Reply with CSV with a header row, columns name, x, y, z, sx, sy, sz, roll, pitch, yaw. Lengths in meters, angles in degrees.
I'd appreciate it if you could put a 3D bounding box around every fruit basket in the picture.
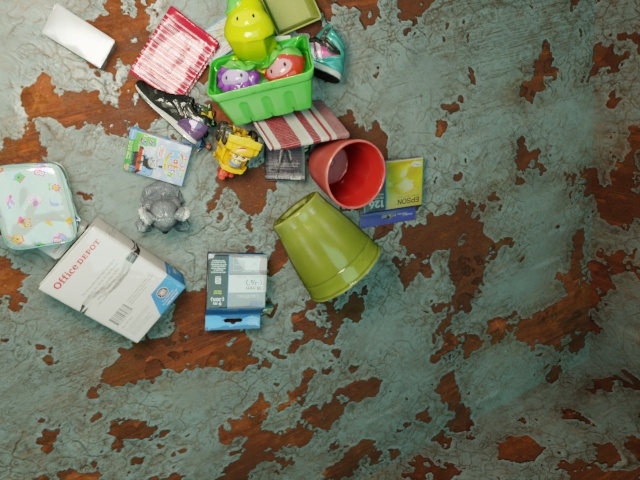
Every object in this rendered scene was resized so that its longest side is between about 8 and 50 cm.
name,x,y,z,sx,sy,sz,roll,pitch,yaw
fruit basket,-0.214,-0.623,1.424,0.392,0.283,0.392,-5,142,-4

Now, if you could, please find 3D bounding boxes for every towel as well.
name,x,y,z,sx,sy,sz,roll,pitch,yaw
towel,-0.510,-0.642,1.477,0.199,0.031,0.275,34,99,-23
towel,-0.083,-0.438,1.601,0.329,0.237,0.037,-17,146,-25

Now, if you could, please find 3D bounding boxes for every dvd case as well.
name,x,y,z,sx,sy,sz,roll,pitch,yaw
dvd case,-0.145,-0.352,1.700,0.164,0.018,0.221,2,108,4

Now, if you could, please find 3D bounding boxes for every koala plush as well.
name,x,y,z,sx,sy,sz,roll,pitch,yaw
koala plush,-0.574,-0.106,1.531,0.196,0.221,0.203,-2,107,-20

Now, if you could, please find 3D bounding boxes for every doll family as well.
name,x,y,z,sx,sy,sz,roll,pitch,yaw
doll family,-0.444,-0.420,1.571,0.111,0.076,0.193,17,105,-29

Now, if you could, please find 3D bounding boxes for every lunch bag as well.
name,x,y,z,sx,sy,sz,roll,pitch,yaw
lunch bag,-0.912,-0.112,1.360,0.224,0.108,0.279,-12,110,-26

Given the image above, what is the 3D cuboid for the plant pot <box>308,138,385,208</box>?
name,x,y,z,sx,sy,sz,roll,pitch,yaw
plant pot,0.087,-0.290,1.703,0.275,0.243,0.275,-11,116,-24

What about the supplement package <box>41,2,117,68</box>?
name,x,y,z,sx,sy,sz,roll,pitch,yaw
supplement package,-0.769,-0.648,1.353,0.179,0.105,0.105,29,95,-27

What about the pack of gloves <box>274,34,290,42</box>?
name,x,y,z,sx,sy,sz,roll,pitch,yaw
pack of gloves,-0.197,-0.640,1.580,0.195,0.046,0.232,-5,125,0

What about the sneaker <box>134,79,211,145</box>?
name,x,y,z,sx,sy,sz,roll,pitch,yaw
sneaker,-0.508,-0.476,1.479,0.283,0.107,0.124,43,95,-9

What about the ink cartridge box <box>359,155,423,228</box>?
name,x,y,z,sx,sy,sz,roll,pitch,yaw
ink cartridge box,0.323,-0.216,1.930,0.303,0.072,0.307,-10,108,-18

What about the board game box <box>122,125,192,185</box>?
name,x,y,z,sx,sy,sz,roll,pitch,yaw
board game box,-0.593,-0.304,1.533,0.211,0.039,0.160,15,116,-20

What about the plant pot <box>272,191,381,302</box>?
name,x,y,z,sx,sy,sz,roll,pitch,yaw
plant pot,0.000,0.000,1.742,0.366,0.366,0.353,-39,104,-6

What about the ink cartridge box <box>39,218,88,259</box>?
name,x,y,z,sx,sy,sz,roll,pitch,yaw
ink cartridge box,-0.959,-0.060,1.470,0.212,0.093,0.154,42,89,-25

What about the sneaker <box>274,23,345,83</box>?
name,x,y,z,sx,sy,sz,roll,pitch,yaw
sneaker,-0.028,-0.746,1.601,0.295,0.124,0.178,22,88,-15

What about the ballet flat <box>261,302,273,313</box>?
name,x,y,z,sx,sy,sz,roll,pitch,yaw
ballet flat,-0.288,0.300,1.862,0.168,0.057,0.052,14,111,-24

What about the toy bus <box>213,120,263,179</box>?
name,x,y,z,sx,sy,sz,roll,pitch,yaw
toy bus,-0.325,-0.318,1.570,0.149,0.220,0.211,15,107,-29

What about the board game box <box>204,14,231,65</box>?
name,x,y,z,sx,sy,sz,roll,pitch,yaw
board game box,-0.373,-0.724,1.525,0.154,0.026,0.103,-38,115,-6

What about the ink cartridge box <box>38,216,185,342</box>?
name,x,y,z,sx,sy,sz,roll,pitch,yaw
ink cartridge box,-0.759,0.147,1.569,0.395,0.166,0.285,42,88,-27

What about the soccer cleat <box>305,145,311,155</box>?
name,x,y,z,sx,sy,sz,roll,pitch,yaw
soccer cleat,-0.065,-0.396,1.733,0.072,0.060,0.179,19,105,-35

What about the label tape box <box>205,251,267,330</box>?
name,x,y,z,sx,sy,sz,roll,pitch,yaw
label tape box,-0.350,0.217,1.743,0.240,0.106,0.334,2,93,-19

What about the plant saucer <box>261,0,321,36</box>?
name,x,y,z,sx,sy,sz,roll,pitch,yaw
plant saucer,-0.119,-0.871,1.553,0.188,0.045,0.188,-29,103,-10
